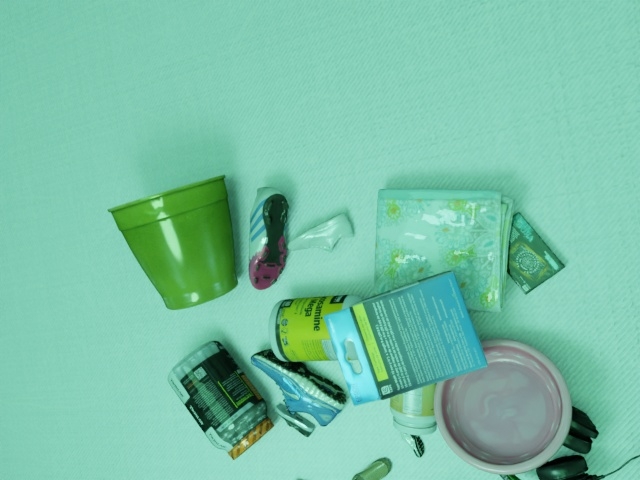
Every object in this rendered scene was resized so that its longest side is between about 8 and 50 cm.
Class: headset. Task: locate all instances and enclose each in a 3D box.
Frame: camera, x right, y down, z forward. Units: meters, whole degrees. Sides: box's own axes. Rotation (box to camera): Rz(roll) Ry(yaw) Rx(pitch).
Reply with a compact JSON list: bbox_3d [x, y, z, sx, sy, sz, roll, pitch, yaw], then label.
[{"bbox_3d":[0.635,0.537,1.359,0.394,0.185,0.244,3,81,33],"label":"headset"}]

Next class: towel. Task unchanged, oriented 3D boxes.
[{"bbox_3d":[0.325,0.020,1.457,0.374,0.090,0.321,5,94,29],"label":"towel"}]

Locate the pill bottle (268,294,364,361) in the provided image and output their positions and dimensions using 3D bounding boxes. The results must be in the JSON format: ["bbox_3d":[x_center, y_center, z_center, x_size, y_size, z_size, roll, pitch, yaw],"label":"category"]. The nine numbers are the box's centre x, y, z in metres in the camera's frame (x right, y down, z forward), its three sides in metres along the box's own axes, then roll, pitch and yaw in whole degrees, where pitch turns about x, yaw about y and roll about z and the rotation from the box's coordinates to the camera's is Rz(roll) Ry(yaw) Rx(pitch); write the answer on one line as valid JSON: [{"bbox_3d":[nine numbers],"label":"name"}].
[{"bbox_3d":[0.033,0.255,1.554,0.333,0.188,0.188,-7,90,22],"label":"pill bottle"}]

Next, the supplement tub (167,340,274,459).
[{"bbox_3d":[-0.313,0.508,1.701,0.207,0.207,0.338,-45,75,18],"label":"supplement tub"}]

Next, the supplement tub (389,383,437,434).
[{"bbox_3d":[0.267,0.422,1.489,0.144,0.144,0.200,3,95,22],"label":"supplement tub"}]

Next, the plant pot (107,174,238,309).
[{"bbox_3d":[-0.421,0.015,1.667,0.366,0.366,0.353,-13,99,23],"label":"plant pot"}]

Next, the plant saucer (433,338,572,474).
[{"bbox_3d":[0.457,0.417,1.346,0.332,0.084,0.332,-17,53,24],"label":"plant saucer"}]

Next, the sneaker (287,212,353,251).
[{"bbox_3d":[0.000,0.000,1.619,0.212,0.080,0.094,-26,95,21],"label":"sneaker"}]

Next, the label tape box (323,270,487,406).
[{"bbox_3d":[0.213,0.248,1.367,0.347,0.115,0.249,-20,86,8],"label":"label tape box"}]

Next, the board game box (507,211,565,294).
[{"bbox_3d":[0.537,0.033,1.419,0.126,0.026,0.186,-40,78,19],"label":"board game box"}]

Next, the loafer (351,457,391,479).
[{"bbox_3d":[0.150,0.710,1.604,0.148,0.050,0.056,-43,77,19],"label":"loafer"}]

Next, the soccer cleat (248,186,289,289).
[{"bbox_3d":[-0.171,-0.011,1.679,0.143,0.115,0.332,40,124,53],"label":"soccer cleat"}]

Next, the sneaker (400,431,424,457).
[{"bbox_3d":[0.265,0.583,1.561,0.043,0.040,0.109,-34,76,37],"label":"sneaker"}]

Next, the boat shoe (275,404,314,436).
[{"bbox_3d":[-0.087,0.575,1.697,0.142,0.049,0.040,28,103,17],"label":"boat shoe"}]

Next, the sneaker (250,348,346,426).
[{"bbox_3d":[-0.089,0.459,1.648,0.330,0.129,0.147,32,102,18],"label":"sneaker"}]
